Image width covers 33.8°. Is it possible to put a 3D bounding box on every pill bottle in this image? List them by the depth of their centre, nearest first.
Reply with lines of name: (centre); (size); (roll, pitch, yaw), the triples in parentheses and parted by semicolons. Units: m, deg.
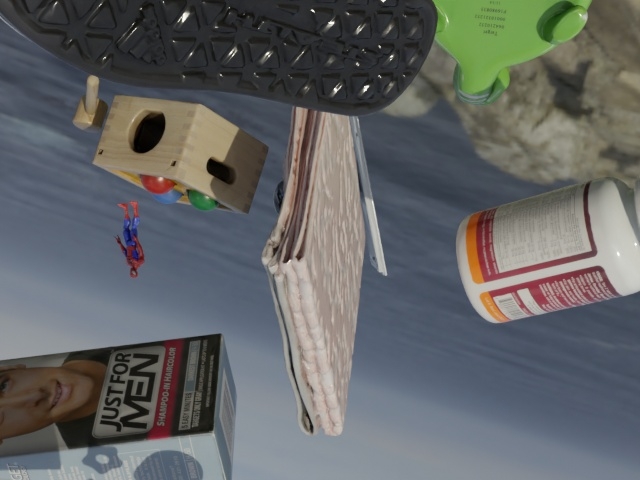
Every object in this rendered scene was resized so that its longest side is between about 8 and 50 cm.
pill bottle: (0.259, 0.005, 1.065); (0.221, 0.121, 0.121); (-16, 155, 30)

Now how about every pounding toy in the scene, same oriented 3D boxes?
pounding toy: (-0.198, -0.101, 1.144); (0.206, 0.094, 0.181); (11, 170, 35)

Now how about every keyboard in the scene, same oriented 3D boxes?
keyboard: (0.058, -0.079, 1.457); (0.014, 0.256, 0.072); (-12, -165, -4)

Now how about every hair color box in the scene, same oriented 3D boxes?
hair color box: (-0.294, 0.228, 1.246); (0.374, 0.114, 0.185); (-8, -149, 3)

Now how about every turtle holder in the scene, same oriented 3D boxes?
turtle holder: (0.232, -0.328, 1.283); (0.243, 0.320, 0.227); (-15, -158, 22)

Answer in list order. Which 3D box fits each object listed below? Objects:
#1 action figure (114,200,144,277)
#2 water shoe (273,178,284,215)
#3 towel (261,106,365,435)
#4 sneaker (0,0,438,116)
action figure: (-0.288, 0.000, 1.595); (0.038, 0.115, 0.030); (-9, 177, 27)
water shoe: (-0.036, -0.065, 1.634); (0.073, 0.080, 0.203); (56, 149, -7)
towel: (0.000, 0.000, 1.135); (0.053, 0.317, 0.332); (1, 141, 9)
sneaker: (-0.052, -0.106, 0.396); (0.234, 0.084, 0.097); (16, -156, -51)
